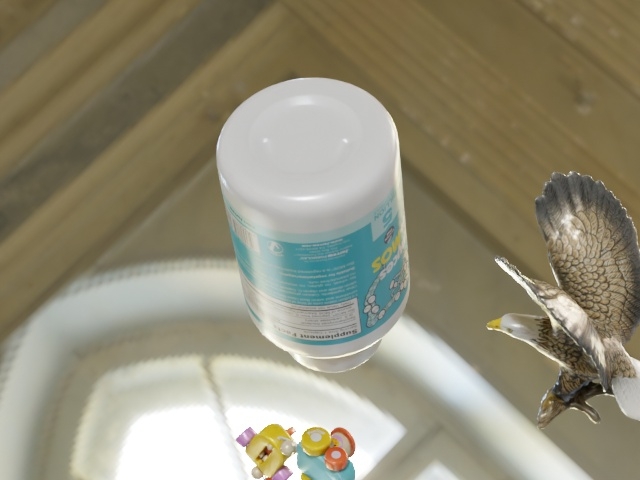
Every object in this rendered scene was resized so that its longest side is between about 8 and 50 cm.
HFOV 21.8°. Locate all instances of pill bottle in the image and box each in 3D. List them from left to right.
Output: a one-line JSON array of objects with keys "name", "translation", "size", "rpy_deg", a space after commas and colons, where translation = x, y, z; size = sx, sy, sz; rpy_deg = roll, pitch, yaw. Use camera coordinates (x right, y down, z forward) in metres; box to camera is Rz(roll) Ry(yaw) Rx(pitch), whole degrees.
[{"name": "pill bottle", "translation": [0.000, 0.000, 1.397], "size": [0.146, 0.146, 0.264], "rpy_deg": [-38, -33, -22]}]

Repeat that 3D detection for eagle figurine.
[{"name": "eagle figurine", "translation": [0.320, 0.098, 2.108], "size": [0.225, 0.226, 0.298], "rpy_deg": [-13, -49, -15]}]

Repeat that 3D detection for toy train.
[{"name": "toy train", "translation": [-0.007, 0.205, 1.423], "size": [0.046, 0.125, 0.166], "rpy_deg": [-39, 17, -35]}]
